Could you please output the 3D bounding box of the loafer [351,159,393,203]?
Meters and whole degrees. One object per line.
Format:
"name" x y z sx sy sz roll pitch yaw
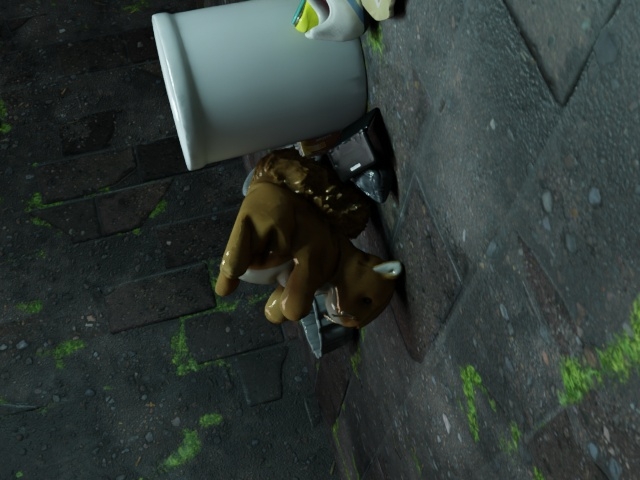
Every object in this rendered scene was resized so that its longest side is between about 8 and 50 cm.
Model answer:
"loafer" 0.087 -0.144 1.664 0.223 0.076 0.078 -129 36 -59

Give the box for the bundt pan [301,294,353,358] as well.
"bundt pan" 0.010 0.175 2.360 0.331 0.124 0.331 166 90 -80

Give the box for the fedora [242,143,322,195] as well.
"fedora" -0.083 -0.153 2.174 0.124 0.243 0.275 61 -173 -26

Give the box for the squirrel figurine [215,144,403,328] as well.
"squirrel figurine" 0.000 0.000 1.730 0.281 0.370 0.397 120 167 -67

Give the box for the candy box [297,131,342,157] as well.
"candy box" -0.016 -0.298 1.918 0.053 0.109 0.187 147 108 -79

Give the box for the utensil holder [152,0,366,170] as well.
"utensil holder" -0.130 -0.348 1.696 0.327 0.385 0.328 166 90 -79

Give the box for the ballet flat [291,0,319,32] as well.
"ballet flat" 0.011 -0.503 1.552 0.077 0.077 0.231 150 138 -74

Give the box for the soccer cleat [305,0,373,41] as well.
"soccer cleat" 0.000 -0.525 1.445 0.116 0.143 0.331 -176 73 -79

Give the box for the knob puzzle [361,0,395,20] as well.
"knob puzzle" 0.097 -0.457 1.333 0.213 0.030 0.213 165 90 -79

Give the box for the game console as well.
"game console" 0.079 -0.191 1.600 0.122 0.071 0.107 -27 86 52
